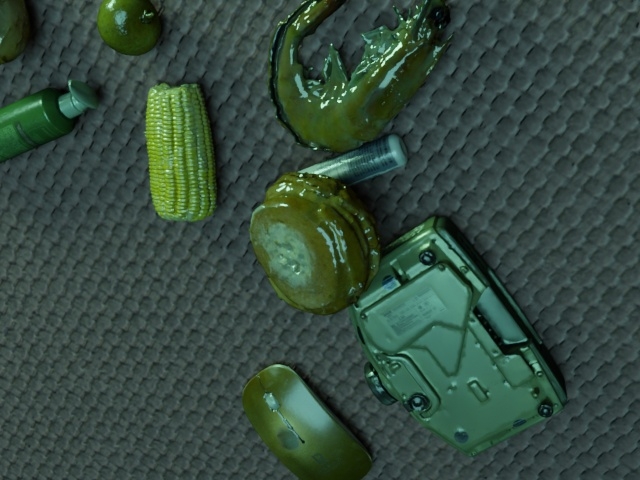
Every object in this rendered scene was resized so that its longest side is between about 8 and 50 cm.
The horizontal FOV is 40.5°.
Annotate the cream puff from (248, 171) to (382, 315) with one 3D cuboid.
[{"bbox_3d":[0.000,0.000,0.962,0.150,0.115,0.165,7,115,38],"label":"cream puff"}]

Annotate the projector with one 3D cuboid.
[{"bbox_3d":[0.144,0.127,1.027,0.193,0.088,0.269,-34,99,20],"label":"projector"}]

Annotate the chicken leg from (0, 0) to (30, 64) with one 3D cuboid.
[{"bbox_3d":[-0.403,-0.304,1.002,0.101,0.085,0.208,-10,99,4],"label":"chicken leg"}]

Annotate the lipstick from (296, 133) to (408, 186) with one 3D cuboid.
[{"bbox_3d":[0.032,-0.082,1.001,0.141,0.040,0.040,-19,105,21],"label":"lipstick"}]

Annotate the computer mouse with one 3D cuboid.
[{"bbox_3d":[-0.018,0.251,1.140,0.102,0.045,0.199,-37,99,21],"label":"computer mouse"}]

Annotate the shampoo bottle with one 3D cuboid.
[{"bbox_3d":[-0.362,-0.143,1.063,0.204,0.065,0.065,-18,105,20],"label":"shampoo bottle"}]

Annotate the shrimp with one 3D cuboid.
[{"bbox_3d":[0.035,-0.209,0.948,0.173,0.058,0.253,38,117,7],"label":"shrimp"}]

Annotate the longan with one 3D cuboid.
[{"bbox_3d":[-0.212,-0.246,0.978,0.083,0.075,0.075,6,115,42],"label":"longan"}]

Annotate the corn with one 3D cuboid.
[{"bbox_3d":[-0.167,-0.104,1.031,0.085,0.063,0.165,9,113,37],"label":"corn"}]
